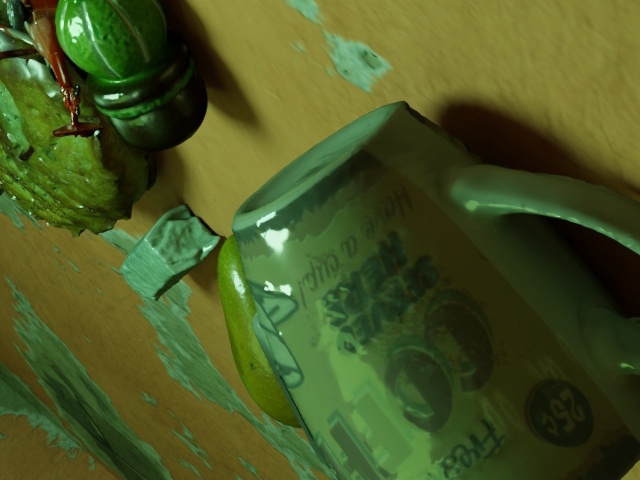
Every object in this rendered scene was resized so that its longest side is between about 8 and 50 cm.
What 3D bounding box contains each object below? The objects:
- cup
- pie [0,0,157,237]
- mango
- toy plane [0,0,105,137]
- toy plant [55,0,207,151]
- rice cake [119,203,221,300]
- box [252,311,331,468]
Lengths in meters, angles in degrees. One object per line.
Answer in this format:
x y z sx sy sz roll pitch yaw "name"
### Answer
0.093 0.039 0.973 0.301 0.227 0.257 -25 106 40 "cup"
-0.290 -0.130 1.564 0.288 0.103 0.355 49 157 -10 "pie"
-0.042 0.093 1.515 0.136 0.099 0.227 -120 7 -57 "mango"
-0.237 -0.165 1.322 0.126 0.194 0.077 3 132 -1 "toy plane"
-0.155 -0.152 1.241 0.093 0.093 0.162 24 153 47 "toy plant"
-0.166 0.016 1.659 0.063 0.069 0.206 46 163 -3 "rice cake"
0.016 0.123 1.436 0.055 0.103 0.243 36 161 38 "box"
